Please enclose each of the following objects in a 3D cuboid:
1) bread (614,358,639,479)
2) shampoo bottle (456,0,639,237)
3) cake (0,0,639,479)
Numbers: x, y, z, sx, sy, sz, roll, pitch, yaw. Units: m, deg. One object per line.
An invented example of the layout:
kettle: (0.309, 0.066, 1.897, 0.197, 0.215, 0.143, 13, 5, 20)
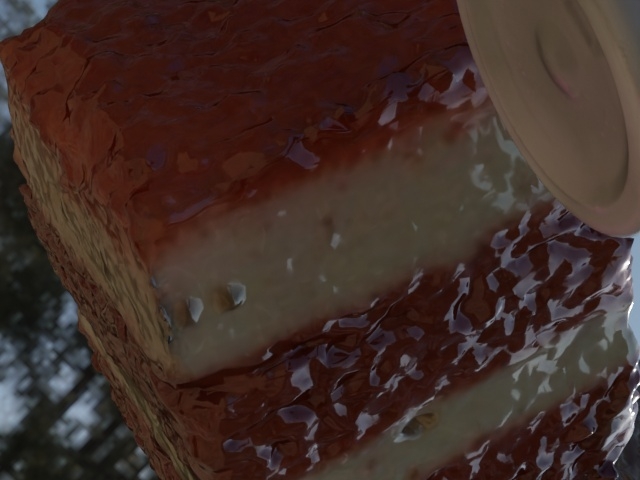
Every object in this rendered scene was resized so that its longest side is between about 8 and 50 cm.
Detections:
bread: (0.170, 0.142, 1.246, 0.195, 0.176, 0.246, -28, -80, 41)
shampoo bottle: (0.183, -0.104, 0.381, 0.092, 0.303, 0.092, 59, -12, 20)
cake: (0.000, 0.000, 0.877, 0.270, 0.269, 0.319, 46, -23, 47)
